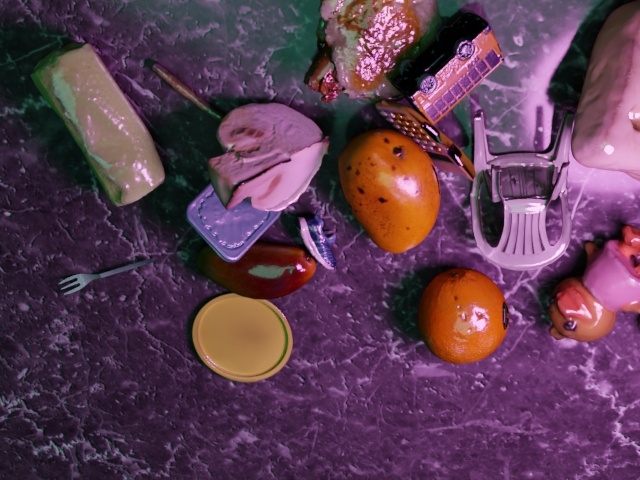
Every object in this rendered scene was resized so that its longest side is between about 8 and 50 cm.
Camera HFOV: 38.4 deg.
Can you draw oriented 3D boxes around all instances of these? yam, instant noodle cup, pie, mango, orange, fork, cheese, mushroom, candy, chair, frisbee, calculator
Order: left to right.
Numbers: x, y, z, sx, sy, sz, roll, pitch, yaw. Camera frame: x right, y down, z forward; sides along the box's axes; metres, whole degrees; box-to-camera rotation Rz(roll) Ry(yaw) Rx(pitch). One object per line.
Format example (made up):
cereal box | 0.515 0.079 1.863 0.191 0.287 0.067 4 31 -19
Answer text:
candy | -0.447 -0.237 1.877 0.142 0.132 0.343 -39 113 -25
fork | -0.477 0.075 2.071 0.235 0.021 0.039 -17 116 11
yam | -0.248 -0.286 1.881 0.234 0.027 0.029 37 122 -11
instant noodle cup | -0.188 -0.060 1.920 0.157 0.070 0.179 48 69 -14
frisbee | -0.178 0.222 2.109 0.236 0.017 0.236 2 114 5
mango | -0.143 0.063 1.984 0.267 0.111 0.133 5 131 11
mushroom | -0.127 -0.162 1.868 0.236 0.173 0.162 -29 149 -20
pie | 0.110 -0.390 1.771 0.257 0.105 0.274 5 118 -13
mango | 0.147 -0.094 1.853 0.191 0.160 0.290 1 130 21
calculator | 0.203 -0.204 1.803 0.236 0.157 0.033 38 86 -27
orange | 0.300 0.158 1.941 0.206 0.206 0.206 2 114 5
chair | 0.400 -0.096 1.824 0.203 0.190 0.275 -3 142 8
cheese | 0.640 -0.274 1.737 0.351 0.129 0.328 10 91 -31

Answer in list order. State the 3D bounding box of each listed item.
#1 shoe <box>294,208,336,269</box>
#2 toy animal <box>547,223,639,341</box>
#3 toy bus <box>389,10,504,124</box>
shoe | 0.000 0.000 1.972 0.071 0.064 0.143 -30 115 -2
toy animal | 0.582 0.107 1.913 0.281 0.195 0.169 -43 144 17
toy bus | 0.247 -0.326 1.745 0.201 0.098 0.114 -42 128 5
